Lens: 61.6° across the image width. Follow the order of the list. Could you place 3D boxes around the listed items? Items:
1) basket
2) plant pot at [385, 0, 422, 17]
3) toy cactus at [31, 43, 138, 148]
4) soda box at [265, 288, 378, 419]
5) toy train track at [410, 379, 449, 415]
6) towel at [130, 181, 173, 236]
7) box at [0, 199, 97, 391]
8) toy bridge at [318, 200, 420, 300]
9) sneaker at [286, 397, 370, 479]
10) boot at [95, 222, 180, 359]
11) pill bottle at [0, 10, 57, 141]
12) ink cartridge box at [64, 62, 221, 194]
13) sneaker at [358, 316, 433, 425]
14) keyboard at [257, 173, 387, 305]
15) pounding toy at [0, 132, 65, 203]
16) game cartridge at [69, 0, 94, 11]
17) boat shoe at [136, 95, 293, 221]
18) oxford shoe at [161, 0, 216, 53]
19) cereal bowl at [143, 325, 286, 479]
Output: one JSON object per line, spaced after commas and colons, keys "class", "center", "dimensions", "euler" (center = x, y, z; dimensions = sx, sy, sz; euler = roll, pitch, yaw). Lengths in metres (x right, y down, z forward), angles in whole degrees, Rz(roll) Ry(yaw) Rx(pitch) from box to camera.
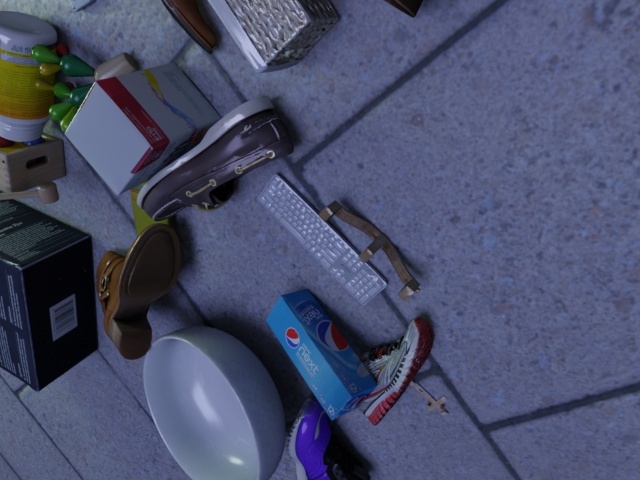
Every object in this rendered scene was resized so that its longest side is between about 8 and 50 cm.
{"class": "basket", "center": [-0.069, -0.323, 0.706], "dimensions": [0.103, 0.113, 0.167], "euler": [-31, 96, 34]}
{"class": "plant pot", "center": [0.075, -0.395, 0.551], "dimensions": [0.215, 0.215, 0.230], "euler": [38, 112, 8]}
{"class": "toy cactus", "center": [-0.391, -0.259, 0.937], "dimensions": [0.180, 0.112, 0.219], "euler": [-30, 99, 14]}
{"class": "soda box", "center": [-0.002, 0.185, 0.897], "dimensions": [0.210, 0.067, 0.071], "euler": [51, 129, 27]}
{"class": "toy train track", "center": [0.183, 0.269, 0.914], "dimensions": [0.083, 0.014, 0.048], "euler": [43, 126, 5]}
{"class": "towel", "center": [-0.325, -0.045, 1.044], "dimensions": [0.102, 0.021, 0.237], "euler": [18, 122, 27]}
{"class": "box", "center": [-0.697, 0.108, 1.226], "dimensions": [0.312, 0.179, 0.343], "euler": [22, 122, 17]}
{"class": "toy bridge", "center": [0.082, 0.011, 0.813], "dimensions": [0.188, 0.063, 0.026], "euler": [45, 127, 5]}
{"class": "sneaker", "center": [0.026, 0.429, 1.035], "dimensions": [0.146, 0.102, 0.293], "euler": [8, 121, 21]}
{"class": "boot", "center": [-0.372, 0.065, 1.064], "dimensions": [0.220, 0.109, 0.283], "euler": [38, 121, 48]}
{"class": "pill bottle", "center": [-0.552, -0.295, 0.986], "dimensions": [0.117, 0.117, 0.215], "euler": [31, 124, 13]}
{"class": "ink cartridge box", "center": [-0.274, -0.181, 0.851], "dimensions": [0.127, 0.176, 0.128], "euler": [49, 127, -3]}
{"class": "sneaker", "center": [0.107, 0.208, 0.882], "dimensions": [0.092, 0.088, 0.225], "euler": [38, 123, 18]}
{"class": "keyboard", "center": [0.000, 0.000, 0.885], "dimensions": [0.256, 0.014, 0.072], "euler": [45, 126, 3]}
{"class": "pounding toy", "center": [-0.586, -0.147, 1.037], "dimensions": [0.206, 0.181, 0.094], "euler": [21, 122, 19]}
{"class": "game cartridge", "center": [-0.412, -0.436, 0.903], "dimensions": [0.056, 0.017, 0.083], "euler": [-8, 109, 36]}
{"class": "boat shoe", "center": [-0.178, -0.105, 0.875], "dimensions": [0.324, 0.116, 0.097], "euler": [-31, 93, 30]}
{"class": "oxford shoe", "center": [-0.209, -0.379, 0.789], "dimensions": [0.076, 0.076, 0.212], "euler": [-34, 108, -3]}
{"class": "cereal bowl", "center": [-0.190, 0.318, 1.049], "dimensions": [0.339, 0.141, 0.339], "euler": [15, 114, 36]}
